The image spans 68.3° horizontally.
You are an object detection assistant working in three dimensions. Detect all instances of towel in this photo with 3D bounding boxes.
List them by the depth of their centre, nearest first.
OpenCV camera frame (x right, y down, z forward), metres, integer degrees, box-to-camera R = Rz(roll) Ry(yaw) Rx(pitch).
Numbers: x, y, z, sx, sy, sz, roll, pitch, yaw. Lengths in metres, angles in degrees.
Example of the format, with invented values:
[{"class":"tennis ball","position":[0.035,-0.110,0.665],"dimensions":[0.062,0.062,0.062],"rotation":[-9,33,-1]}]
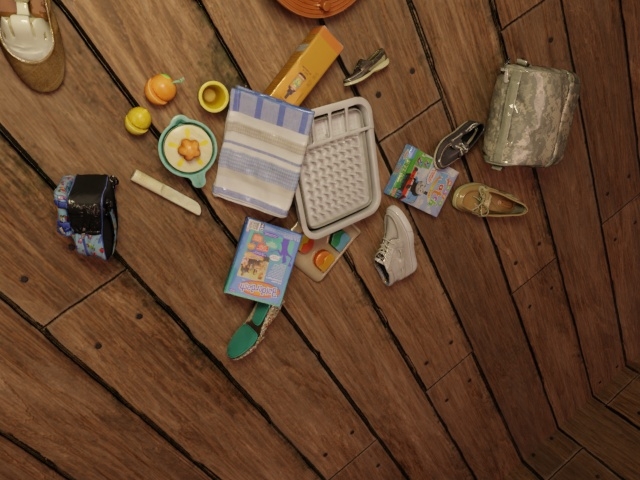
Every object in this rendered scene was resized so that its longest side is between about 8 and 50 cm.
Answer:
[{"class":"towel","position":[-0.145,-0.204,1.134],"dimensions":[0.209,0.034,0.285],"rotation":[20,117,3]}]

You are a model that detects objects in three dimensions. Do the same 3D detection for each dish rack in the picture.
[{"class":"dish rack","position":[0.027,-0.195,1.264],"dimensions":[0.285,0.072,0.333],"rotation":[-25,117,-30]}]

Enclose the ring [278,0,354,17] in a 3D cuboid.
[{"class":"ring","position":[0.012,-0.655,1.012],"dimensions":[0.336,0.032,0.337],"rotation":[-23,134,-26]}]

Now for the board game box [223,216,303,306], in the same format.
[{"class":"board game box","position":[-0.155,0.058,1.274],"dimensions":[0.160,0.047,0.210],"rotation":[18,90,-17]}]

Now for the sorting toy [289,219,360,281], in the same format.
[{"class":"sorting toy","position":[0.000,0.000,1.374],"dimensions":[0.208,0.038,0.193],"rotation":[-49,123,-2]}]

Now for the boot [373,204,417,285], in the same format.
[{"class":"boot","position":[0.219,0.025,1.458],"dimensions":[0.123,0.095,0.258],"rotation":[-32,122,-20]}]

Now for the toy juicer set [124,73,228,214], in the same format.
[{"class":"toy juicer set","position":[-0.343,-0.219,1.087],"dimensions":[0.209,0.089,0.329],"rotation":[7,107,-29]}]

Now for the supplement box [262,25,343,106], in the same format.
[{"class":"supplement box","position":[-0.051,-0.411,1.164],"dimensions":[0.078,0.080,0.233],"rotation":[38,89,-32]}]

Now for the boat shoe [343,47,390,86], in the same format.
[{"class":"boat shoe","position":[0.115,-0.456,1.244],"dimensions":[0.152,0.056,0.049],"rotation":[-37,117,-20]}]

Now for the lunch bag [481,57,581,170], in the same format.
[{"class":"lunch bag","position":[0.603,-0.367,1.395],"dimensions":[0.256,0.212,0.305],"rotation":[-16,119,-44]}]

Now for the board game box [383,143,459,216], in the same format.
[{"class":"board game box","position":[0.314,-0.181,1.458],"dimensions":[0.211,0.039,0.160],"rotation":[19,100,-32]}]

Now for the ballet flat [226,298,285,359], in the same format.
[{"class":"ballet flat","position":[-0.177,0.247,1.363],"dimensions":[0.241,0.091,0.077],"rotation":[-55,145,7]}]

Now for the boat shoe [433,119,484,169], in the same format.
[{"class":"boat shoe","position":[0.421,-0.293,1.431],"dimensions":[0.206,0.065,0.075],"rotation":[-46,117,-17]}]

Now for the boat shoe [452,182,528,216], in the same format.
[{"class":"boat shoe","position":[0.567,-0.130,1.574],"dimensions":[0.285,0.089,0.105],"rotation":[1,110,-26]}]

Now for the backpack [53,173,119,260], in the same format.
[{"class":"backpack","position":[-0.509,-0.045,1.042],"dimensions":[0.116,0.158,0.173],"rotation":[-1,122,-17]}]

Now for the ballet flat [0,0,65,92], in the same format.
[{"class":"ballet flat","position":[-0.552,-0.449,0.870],"dimensions":[0.116,0.124,0.342],"rotation":[-6,113,-24]}]
